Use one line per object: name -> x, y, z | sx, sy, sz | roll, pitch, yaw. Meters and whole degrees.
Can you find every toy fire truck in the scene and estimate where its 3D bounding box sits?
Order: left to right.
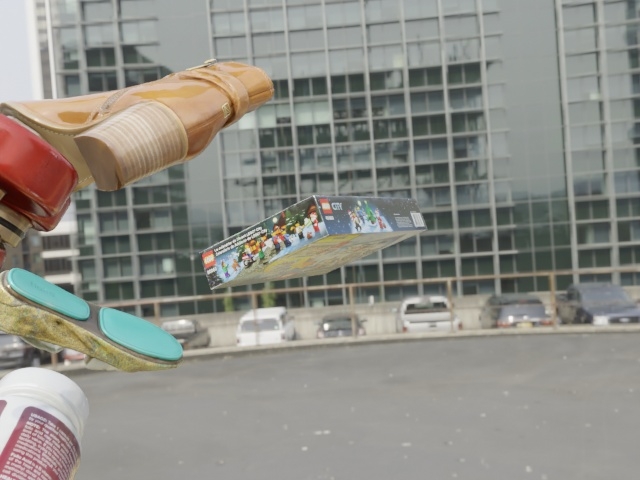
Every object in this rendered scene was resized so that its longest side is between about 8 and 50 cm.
toy fire truck -> -0.335, -0.034, 0.537 | 0.254, 0.169, 0.302 | 32, -16, -16

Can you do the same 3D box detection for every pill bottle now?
pill bottle -> -0.552, 0.418, 1.293 | 0.224, 0.224, 0.392 | -4, 29, 4

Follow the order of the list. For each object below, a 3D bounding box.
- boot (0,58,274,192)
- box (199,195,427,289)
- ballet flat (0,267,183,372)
boot -> -0.210, -0.144, 0.827 | 0.283, 0.109, 0.220 | 6, 33, 44
box -> 0.000, 0.000, 0.838 | 0.159, 0.044, 0.233 | -24, -11, 30
ballet flat -> -0.411, 0.163, 1.287 | 0.348, 0.123, 0.123 | 29, -15, -27
